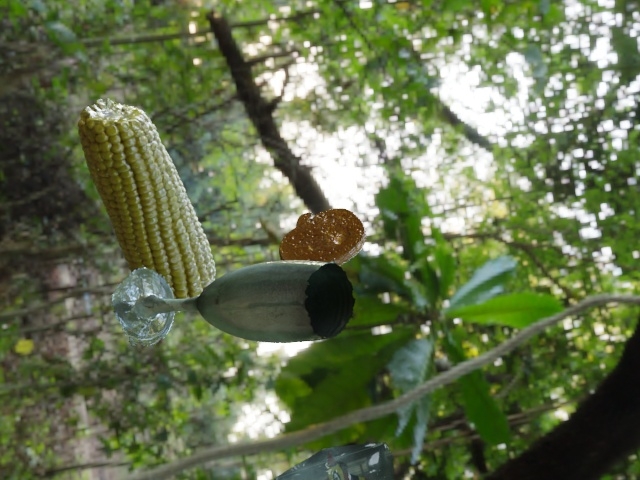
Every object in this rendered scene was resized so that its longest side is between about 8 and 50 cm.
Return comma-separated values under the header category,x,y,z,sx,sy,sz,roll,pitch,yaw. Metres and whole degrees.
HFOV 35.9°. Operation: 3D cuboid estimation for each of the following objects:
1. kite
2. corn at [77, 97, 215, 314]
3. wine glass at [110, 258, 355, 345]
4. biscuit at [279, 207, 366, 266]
category,x,y,z,sx,sy,sz,roll,pitch,yaw
kite,0.044,0.356,1.137,0.015,0.141,0.245,62,11,-85
corn,-0.275,-0.047,1.610,0.144,0.144,0.387,-124,-164,-59
wine glass,-0.064,0.047,0.713,0.198,0.066,0.066,-4,-85,41
biscuit,0.000,0.000,0.988,0.078,0.091,0.015,51,-17,41
